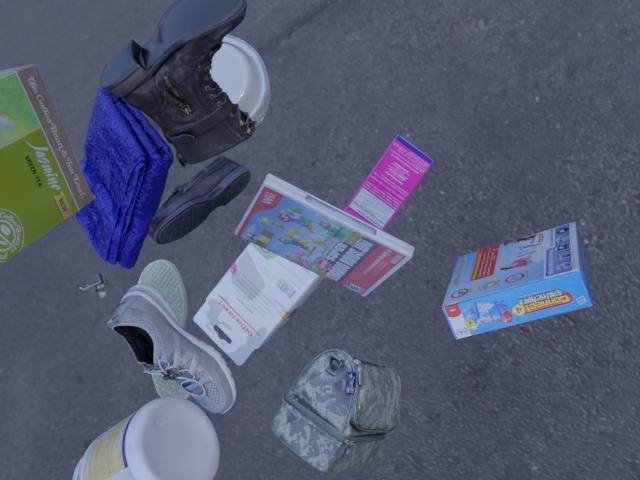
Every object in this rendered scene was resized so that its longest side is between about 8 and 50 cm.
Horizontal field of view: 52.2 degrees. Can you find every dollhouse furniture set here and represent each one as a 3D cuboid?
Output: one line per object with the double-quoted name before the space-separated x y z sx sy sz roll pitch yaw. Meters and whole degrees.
"dollhouse furniture set" -0.789 0.177 2.302 0.081 0.114 0.091 -23 80 -5

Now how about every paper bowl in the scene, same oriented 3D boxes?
"paper bowl" -0.281 -0.421 1.774 0.284 0.148 0.285 0 85 -1

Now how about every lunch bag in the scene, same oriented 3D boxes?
"lunch bag" 0.058 0.394 1.570 0.212 0.305 0.256 27 90 33

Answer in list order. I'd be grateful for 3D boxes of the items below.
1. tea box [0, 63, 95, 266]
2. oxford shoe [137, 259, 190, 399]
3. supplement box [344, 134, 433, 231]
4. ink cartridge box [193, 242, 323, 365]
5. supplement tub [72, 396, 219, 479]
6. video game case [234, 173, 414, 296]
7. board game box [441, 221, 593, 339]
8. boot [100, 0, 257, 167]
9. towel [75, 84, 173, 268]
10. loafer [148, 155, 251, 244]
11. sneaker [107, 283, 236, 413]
"tea box" -0.559 -0.068 0.878 0.328 0.220 0.323 -3 29 26
"oxford shoe" -0.479 0.281 2.045 0.169 0.130 0.450 -8 96 0
"supplement box" 0.168 -0.136 1.594 0.114 0.111 0.220 37 103 2
"ink cartridge box" -0.165 0.148 1.799 0.207 0.119 0.353 43 107 10
"supplement tub" -0.424 0.540 1.565 0.331 0.241 0.241 -36 50 35
"video game case" 0.000 0.000 1.180 0.204 0.285 0.025 -49 17 57
"board game box" 0.456 0.088 1.513 0.301 0.086 0.308 -19 13 26
"boot" -0.168 -0.231 0.978 0.262 0.229 0.091 -26 52 19
"towel" -0.400 -0.115 1.258 0.228 0.076 0.308 48 131 20
"loafer" -0.292 -0.099 1.501 0.095 0.109 0.302 38 52 15
"sneaker" -0.270 0.215 1.161 0.105 0.281 0.115 -38 9 33
